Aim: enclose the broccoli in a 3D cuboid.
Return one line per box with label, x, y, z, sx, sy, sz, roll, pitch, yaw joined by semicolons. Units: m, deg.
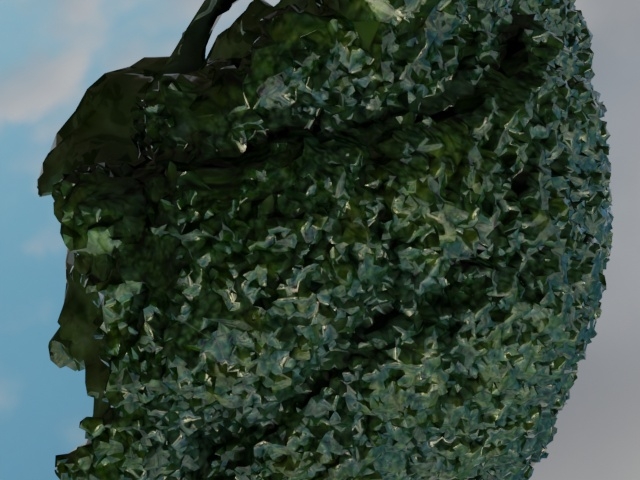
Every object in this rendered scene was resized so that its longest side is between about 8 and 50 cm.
broccoli;0.000;0.000;0.708;0.269;0.261;0.241;-42;-129;-19
